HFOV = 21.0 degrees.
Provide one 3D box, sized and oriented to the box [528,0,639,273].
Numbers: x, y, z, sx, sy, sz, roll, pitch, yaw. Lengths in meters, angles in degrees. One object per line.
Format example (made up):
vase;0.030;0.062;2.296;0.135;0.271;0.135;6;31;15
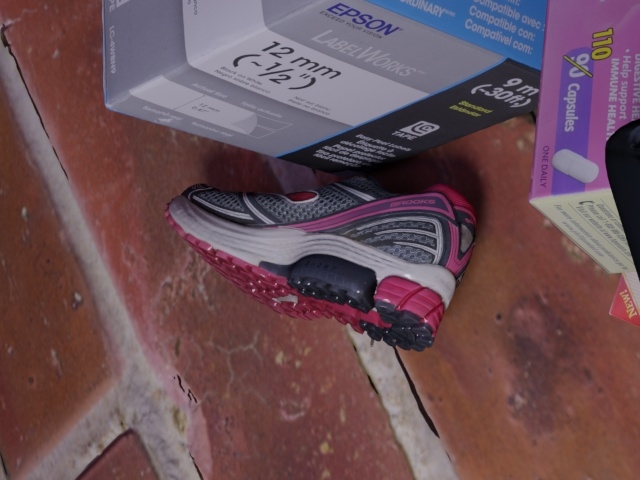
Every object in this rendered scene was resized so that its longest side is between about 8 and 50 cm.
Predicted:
box;0.262;-0.109;1.016;0.243;0.117;0.213;-7;63;33

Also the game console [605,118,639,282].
game console;0.291;0.116;0.819;0.386;0.060;0.342;21;139;64

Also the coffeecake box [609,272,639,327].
coffeecake box;0.291;0.012;1.086;0.185;0.068;0.142;24;105;41

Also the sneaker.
sneaker;0.000;0.000;1.346;0.299;0.121;0.112;15;70;43

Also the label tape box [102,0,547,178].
label tape box;0.053;-0.160;1.182;0.348;0.249;0.115;-17;67;42
